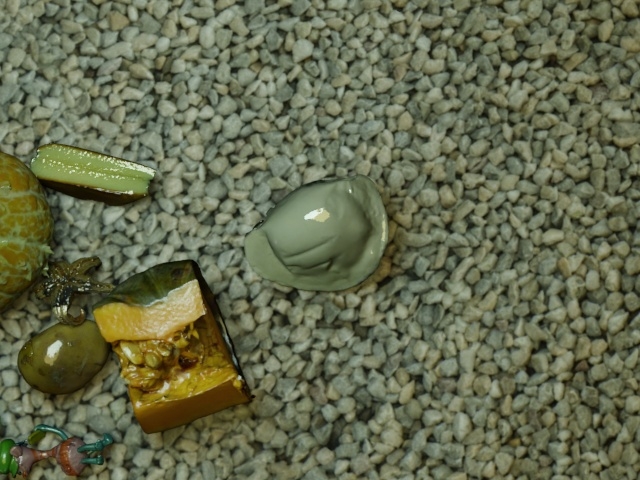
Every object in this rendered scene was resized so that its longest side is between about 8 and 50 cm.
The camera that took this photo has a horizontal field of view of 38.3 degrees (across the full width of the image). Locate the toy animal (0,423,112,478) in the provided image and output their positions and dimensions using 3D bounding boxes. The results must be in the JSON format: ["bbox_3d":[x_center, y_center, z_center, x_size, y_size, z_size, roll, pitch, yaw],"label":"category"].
[{"bbox_3d":[-0.503,0.396,1.749,0.208,0.100,0.103,-6,63,6],"label":"toy animal"}]

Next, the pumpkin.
[{"bbox_3d":[-0.269,0.193,1.685,0.226,0.256,0.303,-19,93,-7],"label":"pumpkin"}]

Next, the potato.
[{"bbox_3d":[-0.484,0.220,1.743,0.176,0.137,0.137,-32,87,-2],"label":"potato"}]

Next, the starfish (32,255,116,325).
[{"bbox_3d":[-0.472,0.077,1.752,0.146,0.074,0.190,-38,51,-23],"label":"starfish"}]

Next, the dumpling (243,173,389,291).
[{"bbox_3d":[0.003,-0.003,1.782,0.175,0.243,0.226,-46,110,-43],"label":"dumpling"}]

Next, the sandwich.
[{"bbox_3d":[-0.438,-0.125,1.794,0.245,0.088,0.090,12,76,2],"label":"sandwich"}]

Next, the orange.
[{"bbox_3d":[-0.647,-0.019,1.684,0.329,0.249,0.329,-3,82,21],"label":"orange"}]
